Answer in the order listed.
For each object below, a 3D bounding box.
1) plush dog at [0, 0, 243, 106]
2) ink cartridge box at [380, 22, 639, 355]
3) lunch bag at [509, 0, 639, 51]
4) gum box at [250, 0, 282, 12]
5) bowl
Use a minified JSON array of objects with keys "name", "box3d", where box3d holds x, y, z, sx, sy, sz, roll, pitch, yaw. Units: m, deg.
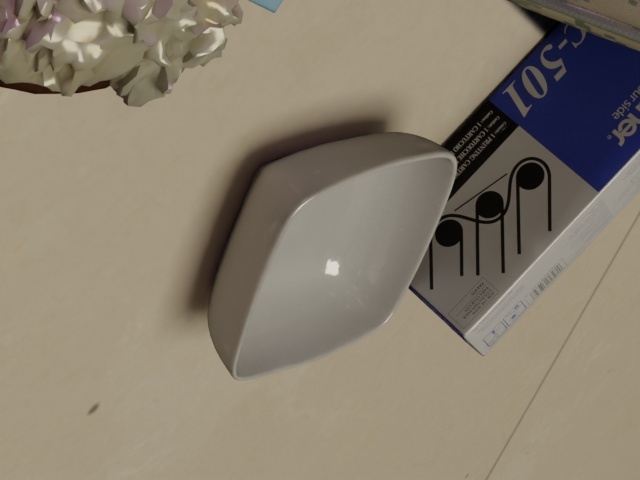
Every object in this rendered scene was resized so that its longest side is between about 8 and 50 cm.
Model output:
[{"name":"plush dog","box3d":[-0.060,-0.185,0.573,0.225,0.262,0.210,-18,128,-34]},{"name":"ink cartridge box","box3d":[0.129,-0.041,1.167,0.207,0.097,0.046,-46,152,0]},{"name":"lunch bag","box3d":[0.182,-0.236,0.844,0.256,0.213,0.305,-51,162,-74]},{"name":"gum box","box3d":[-0.018,-0.198,0.825,0.184,0.041,0.157,-54,151,11]},{"name":"bowl","box3d":[0.000,0.000,1.090,0.142,0.053,0.142,-16,139,-42]}]
